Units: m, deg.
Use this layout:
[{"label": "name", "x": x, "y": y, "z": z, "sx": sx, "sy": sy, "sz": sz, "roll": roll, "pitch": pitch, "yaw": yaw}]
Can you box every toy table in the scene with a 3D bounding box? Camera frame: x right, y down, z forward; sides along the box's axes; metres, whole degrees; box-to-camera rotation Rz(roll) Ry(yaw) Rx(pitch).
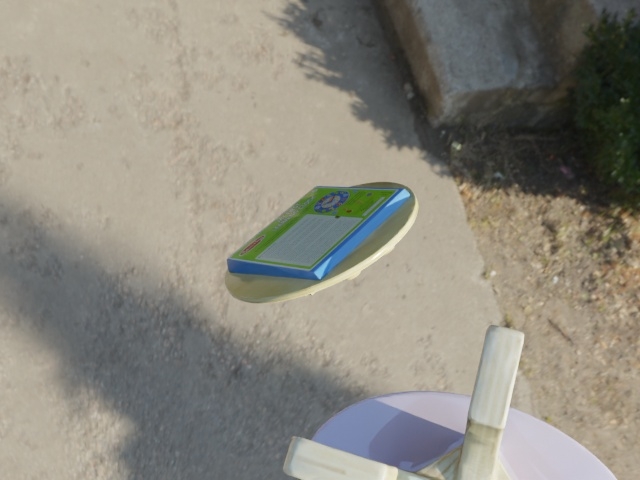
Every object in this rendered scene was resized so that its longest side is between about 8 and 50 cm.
[{"label": "toy table", "x": 0.105, "y": 0.200, "z": 0.559, "sx": 0.274, "sy": 0.161, "sz": 0.252, "roll": 1, "pitch": 72, "yaw": 13}]

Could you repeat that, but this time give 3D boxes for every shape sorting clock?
[{"label": "shape sorting clock", "x": 0.000, "y": 0.000, "z": 0.744, "sx": 0.206, "sy": 0.206, "sz": 0.040, "roll": -38, "pitch": 119, "yaw": -28}]
